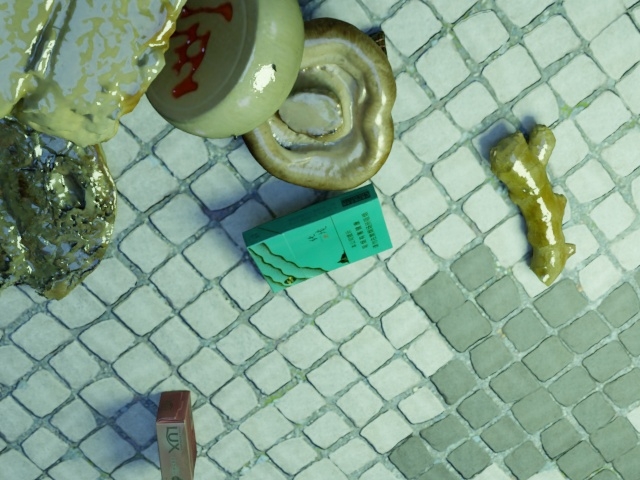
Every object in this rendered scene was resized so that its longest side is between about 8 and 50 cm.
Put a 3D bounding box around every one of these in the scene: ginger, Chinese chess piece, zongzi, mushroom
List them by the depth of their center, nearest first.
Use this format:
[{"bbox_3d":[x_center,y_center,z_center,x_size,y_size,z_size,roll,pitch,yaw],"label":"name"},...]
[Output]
[{"bbox_3d":[-0.146,-0.279,1.147,0.102,0.273,0.273,8,117,-53],"label":"Chinese chess piece"},{"bbox_3d":[-0.002,-0.206,1.241,0.278,0.146,0.278,1,116,2],"label":"mushroom"},{"bbox_3d":[0.091,-0.281,1.266,0.067,0.073,0.083,-26,114,-16],"label":"zongzi"},{"bbox_3d":[0.372,-0.054,1.389,0.118,0.065,0.298,-17,115,5],"label":"ginger"}]

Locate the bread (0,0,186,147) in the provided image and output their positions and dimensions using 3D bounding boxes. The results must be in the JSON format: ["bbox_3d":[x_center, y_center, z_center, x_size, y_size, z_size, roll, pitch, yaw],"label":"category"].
[{"bbox_3d":[-0.350,-0.343,1.024,0.279,0.390,0.371,18,102,-30],"label":"bread"}]

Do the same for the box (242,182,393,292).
[{"bbox_3d":[0.000,0.000,1.342,0.226,0.042,0.161,-21,145,2],"label":"box"}]

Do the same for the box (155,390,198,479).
[{"bbox_3d":[-0.262,0.363,1.459,0.060,0.111,0.156,-5,110,-3],"label":"box"}]

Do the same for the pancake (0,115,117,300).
[{"bbox_3d":[-0.517,-0.059,1.289,0.382,0.071,0.382,-2,111,-5],"label":"pancake"}]
